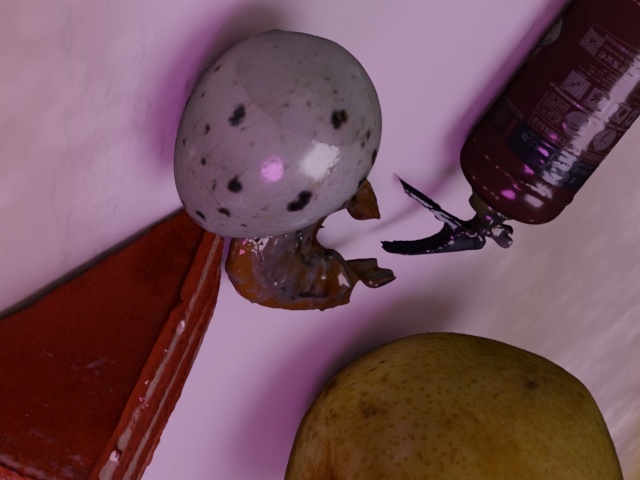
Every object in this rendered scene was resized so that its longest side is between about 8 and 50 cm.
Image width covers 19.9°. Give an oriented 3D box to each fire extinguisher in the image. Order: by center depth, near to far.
[{"bbox_3d":[0.180,-0.106,1.475,0.138,0.102,0.344,28,112,-27],"label":"fire extinguisher"}]

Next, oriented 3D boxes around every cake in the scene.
[{"bbox_3d":[-0.182,0.091,1.320,0.158,0.160,0.262,91,18,-54],"label":"cake"}]

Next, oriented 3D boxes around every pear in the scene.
[{"bbox_3d":[0.110,0.225,1.627,0.304,0.304,0.304,-32,151,-20],"label":"pear"}]

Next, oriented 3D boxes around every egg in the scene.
[{"bbox_3d":[-0.033,-0.067,1.211,0.131,0.131,0.164,-12,163,-45],"label":"egg"}]

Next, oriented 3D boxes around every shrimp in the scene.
[{"bbox_3d":[0.002,0.003,1.431,0.132,0.051,0.187,-50,149,14],"label":"shrimp"}]
